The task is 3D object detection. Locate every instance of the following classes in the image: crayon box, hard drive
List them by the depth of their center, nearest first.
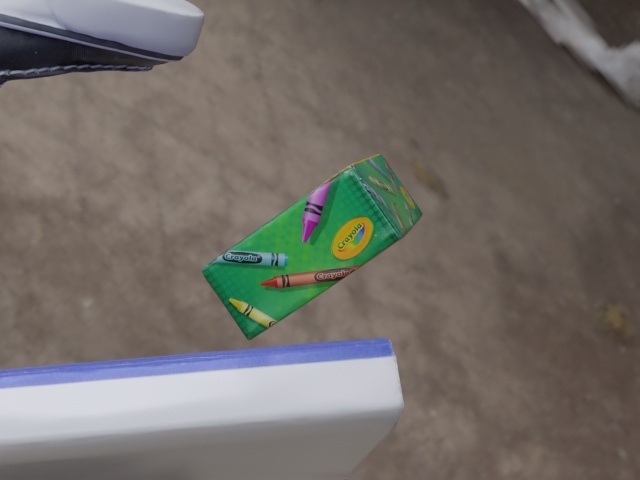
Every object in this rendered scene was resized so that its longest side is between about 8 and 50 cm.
[{"bbox_3d":[-0.144,0.105,0.732,0.319,0.210,0.040,-4,68,-16],"label":"hard drive"},{"bbox_3d":[0.000,0.000,1.522,0.081,0.165,0.278,56,9,0],"label":"crayon box"}]

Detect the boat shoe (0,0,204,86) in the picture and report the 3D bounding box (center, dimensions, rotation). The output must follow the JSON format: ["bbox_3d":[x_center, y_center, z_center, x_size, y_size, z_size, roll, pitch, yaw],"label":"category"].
[{"bbox_3d":[-0.214,-0.109,0.858,0.301,0.102,0.108,5,18,-23],"label":"boat shoe"}]
